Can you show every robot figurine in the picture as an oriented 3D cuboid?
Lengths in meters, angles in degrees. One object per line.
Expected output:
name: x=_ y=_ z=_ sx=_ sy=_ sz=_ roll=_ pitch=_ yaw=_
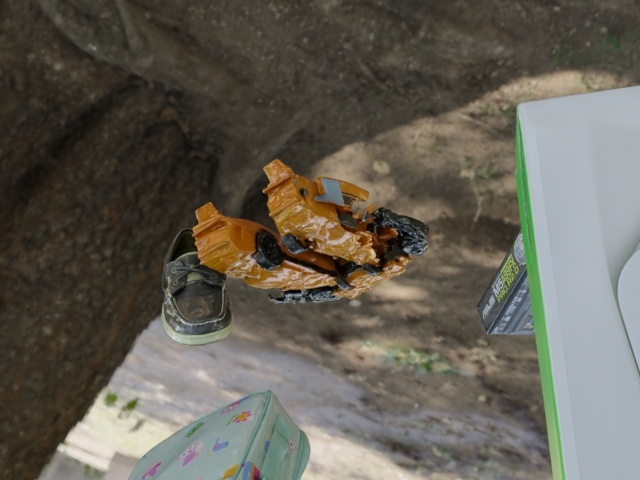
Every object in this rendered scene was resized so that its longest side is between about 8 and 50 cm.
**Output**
robot figurine: x=0.000 y=0.000 z=1.031 sx=0.211 sy=0.085 sz=0.291 roll=-29 pitch=154 yaw=26

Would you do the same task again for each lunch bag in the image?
lunch bag: x=-0.127 y=0.297 z=0.998 sx=0.224 sy=0.279 sz=0.108 roll=-28 pitch=104 yaw=17

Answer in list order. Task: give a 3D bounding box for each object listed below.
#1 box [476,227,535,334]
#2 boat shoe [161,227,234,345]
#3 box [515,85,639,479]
box: x=0.400 y=0.046 z=1.409 sx=0.216 sy=0.060 sz=0.270 roll=1 pitch=135 yaw=-19
boat shoe: x=-0.148 y=0.047 z=1.010 sx=0.080 sy=0.074 sz=0.223 roll=-8 pitch=-159 yaw=-10
box: x=0.209 y=0.068 z=0.357 sx=0.231 sy=0.262 sz=0.127 roll=-6 pitch=171 yaw=12
